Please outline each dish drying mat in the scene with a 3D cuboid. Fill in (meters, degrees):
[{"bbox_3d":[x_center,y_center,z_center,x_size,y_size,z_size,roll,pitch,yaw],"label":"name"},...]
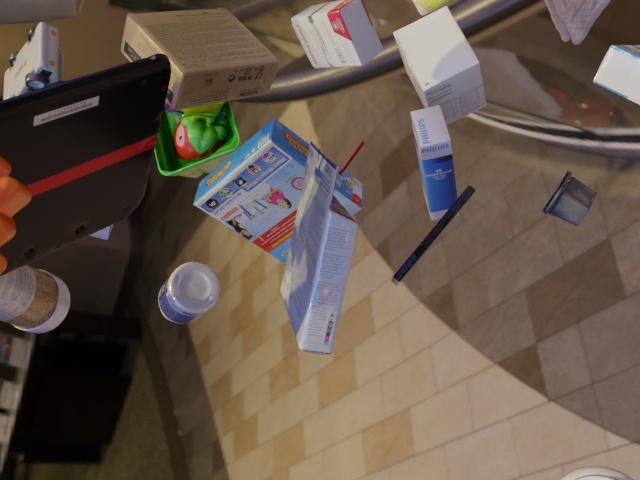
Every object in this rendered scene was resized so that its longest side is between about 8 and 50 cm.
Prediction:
[{"bbox_3d":[0.065,-0.173,1.620,0.083,0.008,0.032,-55,5,-13],"label":"dish drying mat"}]

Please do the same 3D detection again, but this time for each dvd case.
[{"bbox_3d":[0.243,-0.006,1.695,0.253,0.022,0.180,-50,-7,-2],"label":"dvd case"}]

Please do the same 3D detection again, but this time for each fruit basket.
[{"bbox_3d":[-0.360,-0.386,2.128,0.392,0.282,0.392,-20,-90,-82],"label":"fruit basket"}]

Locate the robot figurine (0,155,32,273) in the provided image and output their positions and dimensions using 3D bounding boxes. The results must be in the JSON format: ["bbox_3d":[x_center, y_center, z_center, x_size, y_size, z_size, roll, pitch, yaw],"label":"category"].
[{"bbox_3d":[-0.447,-0.015,0.895,0.219,0.158,0.128,-39,35,-8],"label":"robot figurine"}]

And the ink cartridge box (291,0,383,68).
[{"bbox_3d":[0.029,-0.381,1.431,0.063,0.109,0.150,-41,30,-23],"label":"ink cartridge box"}]

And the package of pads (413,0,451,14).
[{"bbox_3d":[0.363,-0.670,1.920,0.101,0.229,0.296,61,170,-9],"label":"package of pads"}]

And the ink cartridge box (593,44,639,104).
[{"bbox_3d":[0.630,-0.309,1.468,0.139,0.190,0.082,37,125,31],"label":"ink cartridge box"}]

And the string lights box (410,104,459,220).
[{"bbox_3d":[0.280,-0.185,1.893,0.260,0.076,0.133,72,-171,-49],"label":"string lights box"}]

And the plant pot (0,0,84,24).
[{"bbox_3d":[-0.580,-0.508,1.432,0.256,0.273,0.257,-171,90,-80],"label":"plant pot"}]

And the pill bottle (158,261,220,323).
[{"bbox_3d":[-0.295,0.122,1.701,0.186,0.112,0.112,142,132,-62],"label":"pill bottle"}]

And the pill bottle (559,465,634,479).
[{"bbox_3d":[0.409,0.408,1.133,0.153,0.264,0.153,-6,72,19],"label":"pill bottle"}]

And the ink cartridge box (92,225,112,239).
[{"bbox_3d":[-0.493,-0.070,1.477,0.097,0.207,0.046,-88,16,-54],"label":"ink cartridge box"}]

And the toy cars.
[{"bbox_3d":[-0.497,-0.185,1.309,0.176,0.087,0.394,49,121,45],"label":"toy cars"}]

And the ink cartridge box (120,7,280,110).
[{"bbox_3d":[-0.228,-0.351,1.477,0.193,0.234,0.088,47,134,25],"label":"ink cartridge box"}]

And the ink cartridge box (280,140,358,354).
[{"bbox_3d":[0.000,0.000,1.455,0.324,0.071,0.330,-119,40,-72],"label":"ink cartridge box"}]

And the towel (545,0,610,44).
[{"bbox_3d":[0.578,-0.609,1.590,0.053,0.317,0.332,37,93,33],"label":"towel"}]

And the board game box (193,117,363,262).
[{"bbox_3d":[-0.103,-0.114,1.940,0.308,0.302,0.086,-34,35,35],"label":"board game box"}]

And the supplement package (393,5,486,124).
[{"bbox_3d":[0.301,-0.426,1.931,0.149,0.203,0.194,-25,66,7],"label":"supplement package"}]

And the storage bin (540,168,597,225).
[{"bbox_3d":[0.585,-0.090,1.821,0.135,0.091,0.098,-41,-20,-51],"label":"storage bin"}]

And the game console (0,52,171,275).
[{"bbox_3d":[-0.404,-0.102,1.155,0.060,0.386,0.342,42,136,18],"label":"game console"}]

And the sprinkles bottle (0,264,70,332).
[{"bbox_3d":[-0.580,0.077,1.374,0.355,0.121,0.121,58,-148,-71],"label":"sprinkles bottle"}]
